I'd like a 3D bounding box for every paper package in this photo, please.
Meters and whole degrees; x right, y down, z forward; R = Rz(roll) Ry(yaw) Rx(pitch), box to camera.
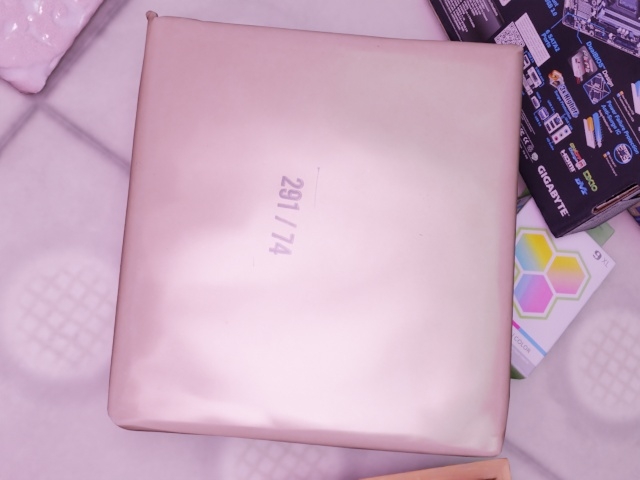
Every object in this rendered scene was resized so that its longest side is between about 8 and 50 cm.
[{"bbox_3d":[0.000,0.000,0.700,0.309,0.168,0.325,5,81,1],"label":"paper package"}]

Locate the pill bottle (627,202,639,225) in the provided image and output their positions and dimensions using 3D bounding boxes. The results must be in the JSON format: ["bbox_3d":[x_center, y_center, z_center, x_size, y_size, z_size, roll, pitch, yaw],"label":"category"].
[{"bbox_3d":[0.393,-0.012,0.863,0.094,0.094,0.169,-40,93,-15],"label":"pill bottle"}]

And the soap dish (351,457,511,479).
[{"bbox_3d":[0.068,0.347,0.728,0.228,0.118,0.291,-5,84,-14],"label":"soap dish"}]

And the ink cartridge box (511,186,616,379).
[{"bbox_3d":[0.215,0.023,0.832,0.109,0.062,0.209,44,75,-4],"label":"ink cartridge box"}]

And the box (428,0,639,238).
[{"bbox_3d":[0.255,-0.195,0.725,0.073,0.293,0.296,-13,72,-39],"label":"box"}]

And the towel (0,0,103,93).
[{"bbox_3d":[-0.281,-0.344,0.692,0.332,0.053,0.317,41,74,-33],"label":"towel"}]
